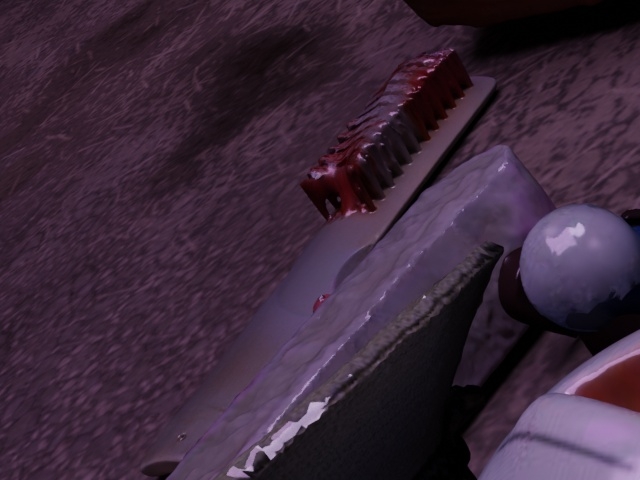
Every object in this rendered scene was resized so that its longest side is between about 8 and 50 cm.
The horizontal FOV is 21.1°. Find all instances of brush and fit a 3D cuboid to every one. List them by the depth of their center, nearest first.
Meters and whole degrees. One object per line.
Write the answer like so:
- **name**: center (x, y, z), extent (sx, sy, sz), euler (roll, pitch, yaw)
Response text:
- **brush**: center (0.000, 0.000, 0.923), extent (0.060, 0.050, 0.321), euler (-10, 34, 44)

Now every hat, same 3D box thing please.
- **hat**: center (-0.006, 0.131, 0.496), extent (0.257, 0.130, 0.257), euler (-41, -3, -2)

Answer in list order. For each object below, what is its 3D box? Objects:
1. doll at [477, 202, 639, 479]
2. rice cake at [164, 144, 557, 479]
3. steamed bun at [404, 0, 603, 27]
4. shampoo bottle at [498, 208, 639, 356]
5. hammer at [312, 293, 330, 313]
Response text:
- **doll**: center (0.139, 0.055, 0.394), extent (0.215, 0.161, 0.257), euler (25, 62, 22)
- **rice cake**: center (-0.017, 0.105, 0.680), extent (0.399, 0.070, 0.064), euler (-49, 18, -28)
- **steamed bun**: center (0.174, -0.281, 0.971), extent (0.379, 0.235, 0.248), euler (-10, 38, 53)
- **shampoo bottle**: center (0.143, 0.024, 0.605), extent (0.067, 0.068, 0.236), euler (-44, 23, -19)
- **hammer**: center (0.009, 0.042, 0.833), extent (0.052, 0.031, 0.083), euler (-34, 18, 0)
